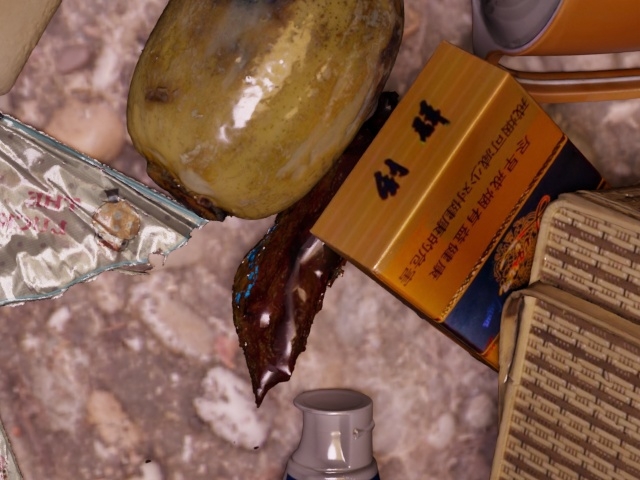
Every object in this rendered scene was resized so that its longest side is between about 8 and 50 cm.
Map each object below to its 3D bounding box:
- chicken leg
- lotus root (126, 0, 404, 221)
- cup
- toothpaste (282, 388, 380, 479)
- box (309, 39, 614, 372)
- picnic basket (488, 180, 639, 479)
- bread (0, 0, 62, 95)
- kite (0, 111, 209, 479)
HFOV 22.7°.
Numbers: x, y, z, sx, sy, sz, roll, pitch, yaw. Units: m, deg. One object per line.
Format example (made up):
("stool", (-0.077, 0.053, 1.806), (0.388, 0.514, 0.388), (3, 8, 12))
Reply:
("chicken leg", (0.000, 0.000, 1.096), (0.063, 0.105, 0.234), (35, 88, -23))
("lotus root", (-0.021, -0.142, 1.056), (0.154, 0.154, 0.278), (34, 86, -14))
("cup", (0.227, -0.189, 1.100), (0.264, 0.182, 0.226), (4, 130, -19))
("toothpaste", (0.009, 0.241, 1.162), (0.096, 0.061, 0.266), (-3, 104, -12))
("box", (0.113, -0.009, 1.071), (0.152, 0.070, 0.237), (-56, 143, -2))
("picnic basket", (0.246, 0.123, 1.052), (0.175, 0.228, 0.313), (-7, 114, -41))
("bread", (-0.231, -0.184, 1.009), (0.148, 0.134, 0.141), (32, 86, -26))
("kite", (-0.275, 0.028, 1.090), (0.406, 0.014, 0.368), (-20, 102, -9))
